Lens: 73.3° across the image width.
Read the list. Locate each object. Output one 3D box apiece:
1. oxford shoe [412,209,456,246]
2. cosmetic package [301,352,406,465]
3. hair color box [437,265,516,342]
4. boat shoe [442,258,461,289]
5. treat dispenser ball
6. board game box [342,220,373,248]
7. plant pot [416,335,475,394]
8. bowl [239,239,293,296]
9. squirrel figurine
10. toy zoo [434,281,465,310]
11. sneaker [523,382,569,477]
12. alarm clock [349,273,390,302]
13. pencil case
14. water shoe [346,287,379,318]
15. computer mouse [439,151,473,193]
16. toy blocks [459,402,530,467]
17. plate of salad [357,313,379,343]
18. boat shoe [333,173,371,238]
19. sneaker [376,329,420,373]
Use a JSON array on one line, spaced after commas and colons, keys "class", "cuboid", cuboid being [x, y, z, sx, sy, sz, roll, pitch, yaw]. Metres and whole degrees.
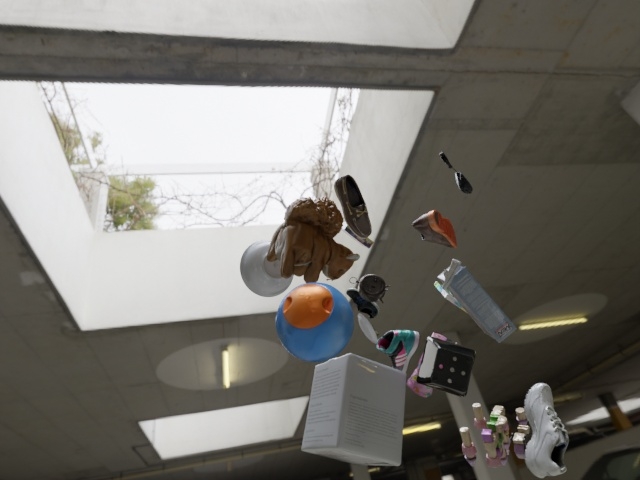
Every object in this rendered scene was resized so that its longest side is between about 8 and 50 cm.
[{"class": "oxford shoe", "cuboid": [0.580, -0.045, 2.157, 0.132, 0.130, 0.363, -19, -33, 31]}, {"class": "cosmetic package", "cuboid": [0.154, 0.769, 1.942, 0.327, 0.394, 0.329, 24, -33, -19]}, {"class": "hair color box", "cuboid": [0.742, 0.292, 2.058, 0.113, 0.374, 0.185, -40, 2, 2]}, {"class": "boat shoe", "cuboid": [0.399, 0.103, 1.337, 0.100, 0.035, 0.035, -62, -11, 5]}, {"class": "treat dispenser ball", "cuboid": [-0.021, 0.299, 1.583, 0.287, 0.288, 0.288, -9, -35, -6]}, {"class": "board game box", "cuboid": [0.187, -0.030, 2.276, 0.170, 0.141, 0.048, 37, -90, -10]}, {"class": "plant pot", "cuboid": [0.478, 0.472, 1.599, 0.187, 0.188, 0.167, 15, -10, 10]}, {"class": "bowl", "cuboid": [-0.244, 0.131, 2.155, 0.297, 0.298, 0.134, 6, -13, -26]}, {"class": "squirrel figurine", "cuboid": [0.000, 0.000, 1.913, 0.370, 0.398, 0.281, 14, 1, -24]}, {"class": "toy zoo", "cuboid": [0.819, 0.358, 2.648, 0.192, 0.293, 0.030, 34, -80, -9]}, {"class": "sneaker", "cuboid": [0.758, 0.623, 1.421, 0.110, 0.298, 0.129, 17, -28, -14]}, {"class": "alarm clock", "cuboid": [0.225, 0.214, 2.026, 0.191, 0.129, 0.064, 19, -37, 15]}, {"class": "pencil case", "cuboid": [0.500, 0.558, 1.933, 0.124, 0.124, 0.284, 27, -88, -43]}, {"class": "water shoe", "cuboid": [0.214, 0.326, 2.248, 0.203, 0.080, 0.073, 33, -45, 9]}, {"class": "computer mouse", "cuboid": [0.572, -0.288, 1.845, 0.041, 0.242, 0.071, -35, -34, 12]}, {"class": "toy blocks", "cuboid": [0.867, 0.979, 2.063, 0.308, 0.260, 0.288, -11, 6, 37]}, {"class": "plate of salad", "cuboid": [0.285, 0.516, 2.538, 0.048, 0.200, 0.200, -27, -31, -18]}, {"class": "boat shoe", "cuboid": [0.169, -0.163, 2.078, 0.116, 0.325, 0.096, -23, 0, -27]}, {"class": "sneaker", "cuboid": [0.353, 0.557, 2.113, 0.178, 0.124, 0.296, 16, -69, -6]}]
